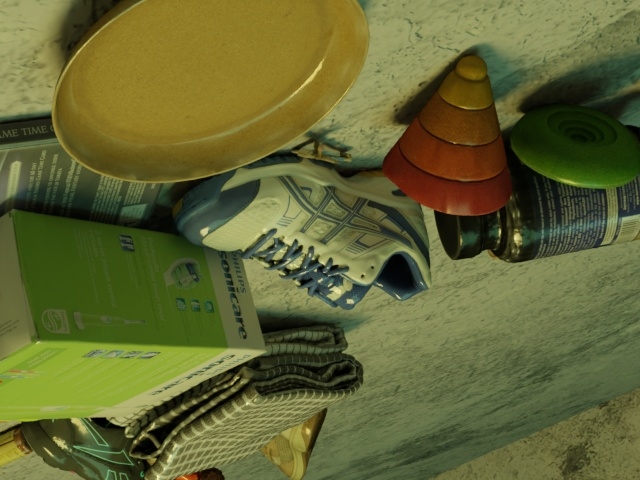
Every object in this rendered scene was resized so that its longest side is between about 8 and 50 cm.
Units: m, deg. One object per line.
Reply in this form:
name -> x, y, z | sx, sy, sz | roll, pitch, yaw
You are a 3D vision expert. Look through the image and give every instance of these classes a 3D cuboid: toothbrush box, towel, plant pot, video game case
toothbrush box -> -0.224, 0.080, 1.110 | 0.206, 0.122, 0.283 | -28, 157, 32
towel -> -0.103, 0.215, 1.606 | 0.235, 0.121, 0.284 | -33, 163, 29
plant pot -> -0.080, -0.123, 0.871 | 0.236, 0.032, 0.236 | -17, 153, -9
video game case -> -0.259, -0.038, 0.982 | 0.274, 0.026, 0.196 | -9, 159, -22

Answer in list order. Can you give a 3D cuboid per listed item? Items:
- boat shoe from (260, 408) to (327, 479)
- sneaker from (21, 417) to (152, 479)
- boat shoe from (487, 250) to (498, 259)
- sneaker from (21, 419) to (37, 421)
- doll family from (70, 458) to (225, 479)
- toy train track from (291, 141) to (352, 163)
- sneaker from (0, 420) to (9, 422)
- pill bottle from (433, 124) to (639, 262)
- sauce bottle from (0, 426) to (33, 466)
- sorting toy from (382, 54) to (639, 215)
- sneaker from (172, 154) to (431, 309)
boat shoe -> -0.056, 0.302, 1.970 | 0.110, 0.121, 0.341 | 19, 155, 5
sneaker -> -0.279, 0.288, 1.634 | 0.106, 0.101, 0.267 | -41, 132, 5
boat shoe -> 0.226, -0.033, 1.384 | 0.059, 0.063, 0.170 | -5, 147, -27
sneaker -> -0.324, 0.131, 1.230 | 0.121, 0.111, 0.300 | -11, 172, 25
doll family -> -0.247, 0.306, 1.824 | 0.163, 0.118, 0.263 | -23, 143, 30
toy train track -> 0.006, -0.081, 1.110 | 0.048, 0.014, 0.083 | 17, -171, 29
sneaker -> -0.382, 0.169, 1.350 | 0.094, 0.081, 0.208 | -9, 157, 25
pill bottle -> 0.233, -0.044, 1.249 | 0.219, 0.123, 0.123 | -10, 159, -9
sauce bottle -> -0.454, 0.295, 1.675 | 0.128, 0.042, 0.042 | -23, 160, 19
sorting toy -> 0.231, -0.127, 1.119 | 0.365, 0.127, 0.126 | -12, 130, -27
sneaker -> 0.000, 0.000, 1.160 | 0.296, 0.131, 0.112 | 0, 155, -39
